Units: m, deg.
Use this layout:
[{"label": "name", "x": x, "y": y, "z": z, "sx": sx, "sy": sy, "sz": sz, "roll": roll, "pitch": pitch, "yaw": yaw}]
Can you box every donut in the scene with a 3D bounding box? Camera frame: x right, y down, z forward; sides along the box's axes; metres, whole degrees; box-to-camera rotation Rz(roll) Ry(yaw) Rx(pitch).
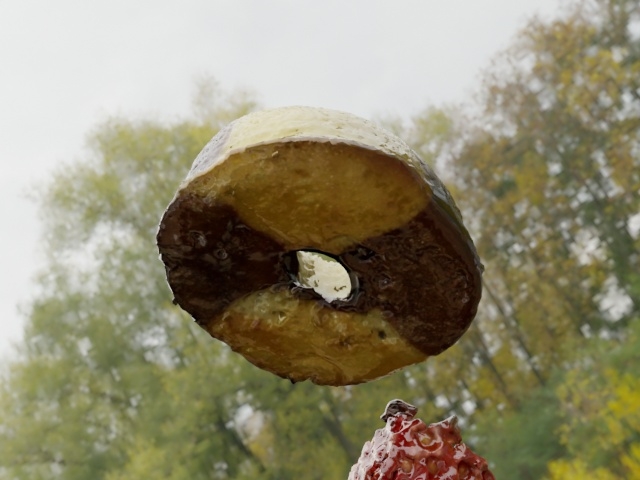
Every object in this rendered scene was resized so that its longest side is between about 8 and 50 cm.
[{"label": "donut", "x": 0.000, "y": 0.000, "z": 0.663, "sx": 0.184, "sy": 0.073, "sz": 0.166, "roll": 34, "pitch": -56, "yaw": -24}]

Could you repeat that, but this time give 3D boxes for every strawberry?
[{"label": "strawberry", "x": 0.052, "y": 0.183, "z": 0.734, "sx": 0.082, "sy": 0.121, "sz": 0.188, "roll": -57, "pitch": -27, "yaw": -36}]
